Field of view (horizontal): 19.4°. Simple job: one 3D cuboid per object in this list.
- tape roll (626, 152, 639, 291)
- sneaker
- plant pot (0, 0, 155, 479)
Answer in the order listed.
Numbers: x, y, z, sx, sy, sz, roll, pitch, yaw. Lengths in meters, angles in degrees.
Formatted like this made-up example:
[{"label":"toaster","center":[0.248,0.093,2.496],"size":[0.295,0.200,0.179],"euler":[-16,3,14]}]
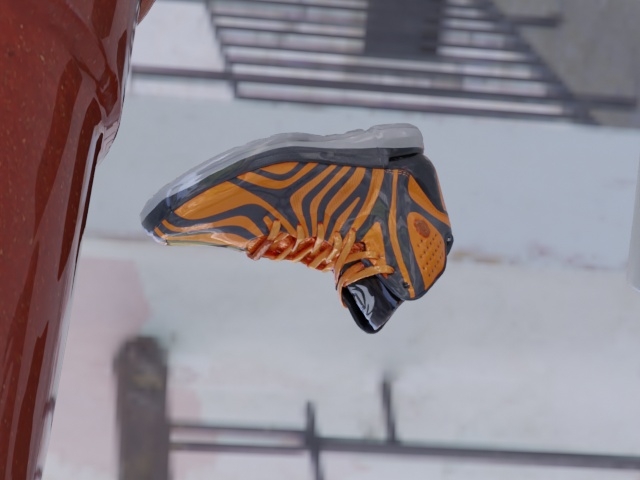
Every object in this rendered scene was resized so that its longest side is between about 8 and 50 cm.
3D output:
[{"label":"tape roll","center":[0.419,-0.029,1.765],"size":[0.246,0.246,0.169],"euler":[-128,41,-75]},{"label":"sneaker","center":[0.000,0.000,1.702],"size":[0.124,0.321,0.180],"euler":[-40,67,53]},{"label":"plant pot","center":[-0.181,0.016,0.509],"size":[0.272,0.272,0.265],"euler":[114,159,-64]}]
